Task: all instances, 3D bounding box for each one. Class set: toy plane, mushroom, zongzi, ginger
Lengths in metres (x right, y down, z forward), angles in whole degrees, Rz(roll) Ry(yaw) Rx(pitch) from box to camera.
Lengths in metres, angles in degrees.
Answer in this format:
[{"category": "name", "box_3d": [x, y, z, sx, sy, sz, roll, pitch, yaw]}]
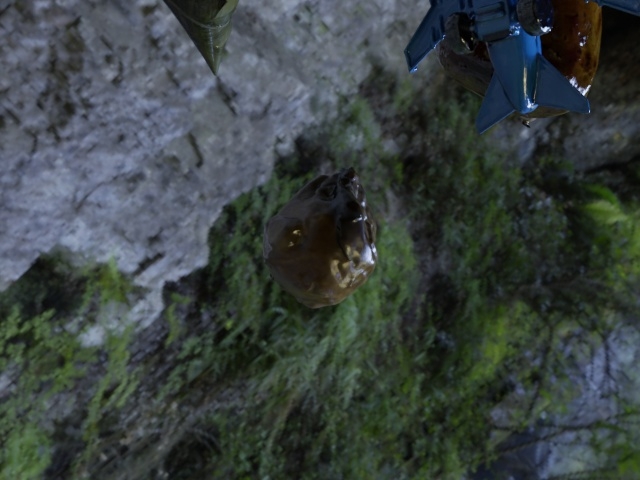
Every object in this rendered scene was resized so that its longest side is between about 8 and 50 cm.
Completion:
[{"category": "toy plane", "box_3d": [0.177, -0.246, 0.825, 0.105, 0.254, 0.271, -33, 110, -48]}, {"category": "mushroom", "box_3d": [0.395, -0.399, 1.678, 0.345, 0.345, 0.259, 52, 16, 15]}, {"category": "zongzi", "box_3d": [-0.242, -0.406, 1.453, 0.205, 0.204, 0.094, 28, 51, 6]}, {"category": "ginger", "box_3d": [0.002, 0.003, 1.617, 0.269, 0.223, 0.200, -97, 163, -62]}]
